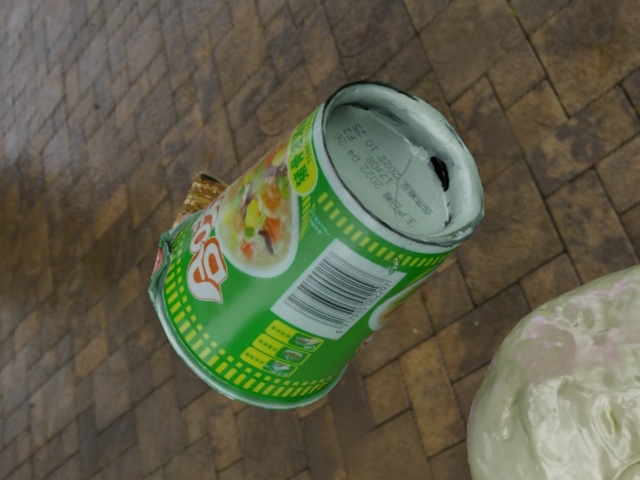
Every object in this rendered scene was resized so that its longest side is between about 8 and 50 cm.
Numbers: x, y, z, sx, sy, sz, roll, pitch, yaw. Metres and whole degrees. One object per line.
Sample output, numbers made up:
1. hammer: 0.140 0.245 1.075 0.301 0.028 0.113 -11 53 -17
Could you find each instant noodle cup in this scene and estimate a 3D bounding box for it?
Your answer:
1. instant noodle cup: 0.000 0.000 0.674 0.232 0.207 0.207 -44 48 45

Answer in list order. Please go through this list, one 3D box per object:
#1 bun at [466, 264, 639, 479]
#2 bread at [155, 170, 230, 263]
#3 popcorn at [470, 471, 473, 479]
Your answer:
1. bun: 0.288 0.188 0.645 0.360 0.213 0.361 13 121 23
2. bread: -0.081 0.024 1.200 0.114 0.274 0.185 -58 11 21
3. popcorn: 0.294 0.306 1.120 0.197 0.212 0.198 -2 82 13
